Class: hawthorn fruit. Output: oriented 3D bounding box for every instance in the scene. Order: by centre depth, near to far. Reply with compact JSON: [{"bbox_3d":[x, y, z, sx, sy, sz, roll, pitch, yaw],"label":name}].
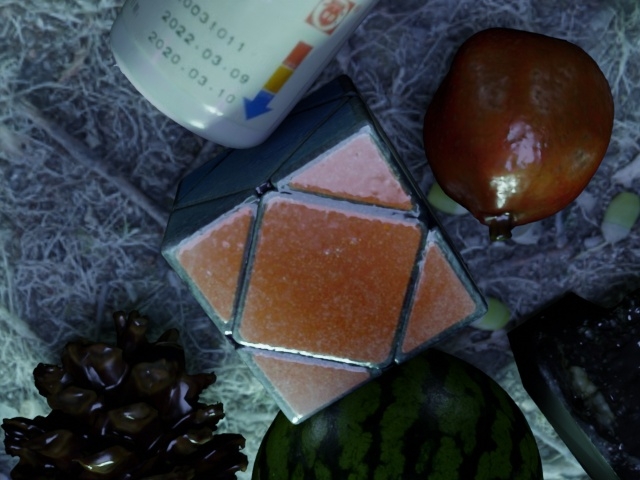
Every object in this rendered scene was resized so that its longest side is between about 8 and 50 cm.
[{"bbox_3d":[0.176,-0.091,0.856,0.169,0.169,0.188,12,67,-8],"label":"hawthorn fruit"}]

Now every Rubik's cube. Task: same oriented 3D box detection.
[{"bbox_3d":[0.000,0.000,0.867,0.205,0.205,0.207,-33,110,8],"label":"Rubik's cube"}]

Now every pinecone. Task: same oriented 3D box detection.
[{"bbox_3d":[-0.198,0.209,0.919,0.243,0.243,0.257,-27,84,6],"label":"pinecone"}]

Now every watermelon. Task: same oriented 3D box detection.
[{"bbox_3d":[0.072,0.240,0.917,0.285,0.285,0.285,-1,110,-4],"label":"watermelon"}]

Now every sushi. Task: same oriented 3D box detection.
[{"bbox_3d":[0.347,0.168,0.941,0.212,0.227,0.215,-34,114,1],"label":"sushi"}]

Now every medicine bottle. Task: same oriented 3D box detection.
[{"bbox_3d":[-0.031,-0.230,0.781,0.170,0.170,0.293,36,113,-15],"label":"medicine bottle"}]
